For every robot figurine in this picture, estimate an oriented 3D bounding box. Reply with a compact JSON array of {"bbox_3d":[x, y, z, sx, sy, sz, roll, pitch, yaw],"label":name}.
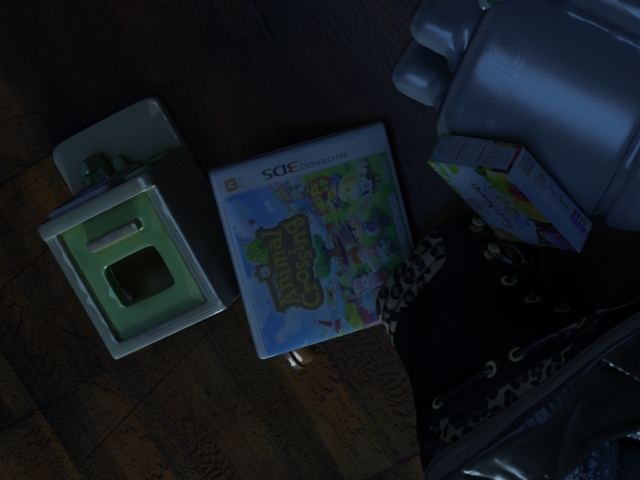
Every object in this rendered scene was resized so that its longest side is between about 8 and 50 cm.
[{"bbox_3d":[0.250,-0.137,1.574,0.353,0.200,0.300,26,146,7],"label":"robot figurine"}]

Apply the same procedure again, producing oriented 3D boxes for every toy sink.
[{"bbox_3d":[-0.202,-0.015,1.784,0.153,0.131,0.234,-24,99,21],"label":"toy sink"}]

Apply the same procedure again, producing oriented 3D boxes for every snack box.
[{"bbox_3d":[0.178,-0.044,1.543,0.100,0.037,0.141,14,159,47],"label":"snack box"}]

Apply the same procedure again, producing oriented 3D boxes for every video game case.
[{"bbox_3d":[0.000,0.000,1.743,0.193,0.023,0.212,-16,104,-8],"label":"video game case"}]

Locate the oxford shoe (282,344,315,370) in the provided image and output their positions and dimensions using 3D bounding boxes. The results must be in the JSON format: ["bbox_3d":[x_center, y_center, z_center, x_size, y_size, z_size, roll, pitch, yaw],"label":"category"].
[{"bbox_3d":[-0.030,0.040,1.787,0.076,0.076,0.212,-10,105,10],"label":"oxford shoe"}]

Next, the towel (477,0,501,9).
[{"bbox_3d":[0.291,-0.329,1.484,0.325,0.248,0.038,-18,124,22],"label":"towel"}]

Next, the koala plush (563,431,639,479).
[{"bbox_3d":[0.279,0.250,1.702,0.203,0.196,0.221,-51,119,-13],"label":"koala plush"}]

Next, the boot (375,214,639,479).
[{"bbox_3d":[0.226,0.073,1.607,0.377,0.284,0.138,-40,130,16],"label":"boot"}]
